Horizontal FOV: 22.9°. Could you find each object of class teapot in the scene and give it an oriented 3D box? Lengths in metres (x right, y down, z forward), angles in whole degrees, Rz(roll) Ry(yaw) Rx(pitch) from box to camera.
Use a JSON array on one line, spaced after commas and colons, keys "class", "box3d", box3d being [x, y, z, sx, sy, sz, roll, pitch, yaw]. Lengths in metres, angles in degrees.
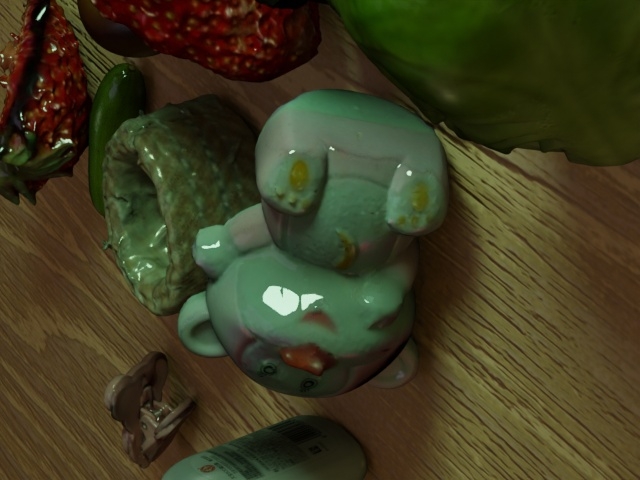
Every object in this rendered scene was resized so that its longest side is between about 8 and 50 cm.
[{"class": "teapot", "box3d": [-0.158, -0.278, 1.708, 0.252, 0.135, 0.178, 5, 81, 39]}]

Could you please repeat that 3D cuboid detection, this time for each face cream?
[{"class": "face cream", "box3d": [-0.097, 0.270, 1.716, 0.144, 0.291, 0.071, 21, 122, 51]}]

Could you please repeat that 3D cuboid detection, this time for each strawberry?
[{"class": "strawberry", "box3d": [-0.124, -0.288, 1.499, 0.261, 0.261, 0.257, 38, 140, 44]}, {"class": "strawberry", "box3d": [-0.347, -0.202, 2.031, 0.233, 0.138, 0.306, 130, 153, -55]}]

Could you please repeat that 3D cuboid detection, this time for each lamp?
[{"class": "lamp", "box3d": [0.000, 0.000, 1.531, 0.247, 0.247, 0.301, -97, 18, -55]}]

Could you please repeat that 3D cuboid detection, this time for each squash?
[{"class": "squash", "box3d": [-0.260, -0.120, 1.993, 0.069, 0.069, 0.258, 47, 141, 35]}]

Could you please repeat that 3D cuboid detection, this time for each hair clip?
[{"class": "hair clip", "box3d": [-0.234, 0.228, 2.101, 0.102, 0.123, 0.138, 43, 139, 8]}]

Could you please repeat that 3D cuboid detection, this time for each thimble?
[{"class": "thimble", "box3d": [-0.152, -0.034, 1.787, 0.196, 0.148, 0.229, 45, 142, 37]}]

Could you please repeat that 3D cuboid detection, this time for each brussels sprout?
[{"class": "brussels sprout", "box3d": [0.148, -0.201, 1.077, 0.354, 0.281, 0.289, 53, -174, -33]}]

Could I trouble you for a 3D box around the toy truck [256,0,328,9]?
[{"class": "toy truck", "box3d": [0.037, -0.291, 1.350, 0.213, 0.161, 0.176, -23, 68, 53]}]
